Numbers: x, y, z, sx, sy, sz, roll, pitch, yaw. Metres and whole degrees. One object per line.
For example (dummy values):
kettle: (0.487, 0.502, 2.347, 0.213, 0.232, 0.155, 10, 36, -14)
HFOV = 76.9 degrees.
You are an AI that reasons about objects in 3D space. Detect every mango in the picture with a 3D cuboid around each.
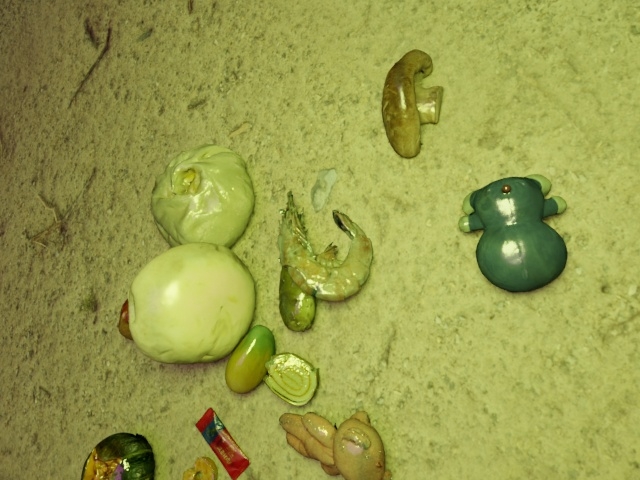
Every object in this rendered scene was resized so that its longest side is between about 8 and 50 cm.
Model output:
mango: (-0.190, 0.327, 1.115, 0.092, 0.130, 0.194, 18, 92, 51)

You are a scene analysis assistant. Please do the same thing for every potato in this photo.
potato: (-0.067, 0.140, 1.113, 0.118, 0.090, 0.225, -24, 66, 37)

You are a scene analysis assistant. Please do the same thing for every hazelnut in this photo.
hazelnut: (-0.542, 0.233, 1.267, 0.182, 0.182, 0.181, -4, 79, 23)

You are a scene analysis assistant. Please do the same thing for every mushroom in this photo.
mushroom: (0.224, -0.370, 1.043, 0.156, 0.151, 0.285, 5, 83, 26)
mushroom: (-0.353, 0.190, 1.098, 0.354, 0.353, 0.324, -32, 92, 16)

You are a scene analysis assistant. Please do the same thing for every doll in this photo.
doll: (0.036, 0.484, 1.003, 0.304, 0.156, 0.201, 3, 124, 42)
doll: (0.437, -0.016, 0.901, 0.229, 0.154, 0.257, -13, 83, 18)

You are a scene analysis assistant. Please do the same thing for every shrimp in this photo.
shrimp: (0.000, 0.000, 1.090, 0.247, 0.085, 0.360, -22, 62, -14)

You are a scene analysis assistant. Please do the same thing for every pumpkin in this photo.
pumpkin: (-0.602, 0.701, 1.215, 0.238, 0.159, 0.237, -11, 65, 25)

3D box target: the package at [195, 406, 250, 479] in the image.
package: (-0.286, 0.589, 1.170, 0.200, 0.022, 0.083, 43, 99, 22)

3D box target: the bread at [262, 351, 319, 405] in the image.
bread: (-0.078, 0.364, 1.077, 0.156, 0.064, 0.117, 33, 84, 5)

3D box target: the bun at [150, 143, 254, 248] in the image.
bun: (-0.378, -0.123, 1.228, 0.366, 0.219, 0.364, -6, 76, 26)

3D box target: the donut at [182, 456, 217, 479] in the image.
donut: (-0.342, 0.683, 1.167, 0.108, 0.043, 0.097, -43, 67, 10)
